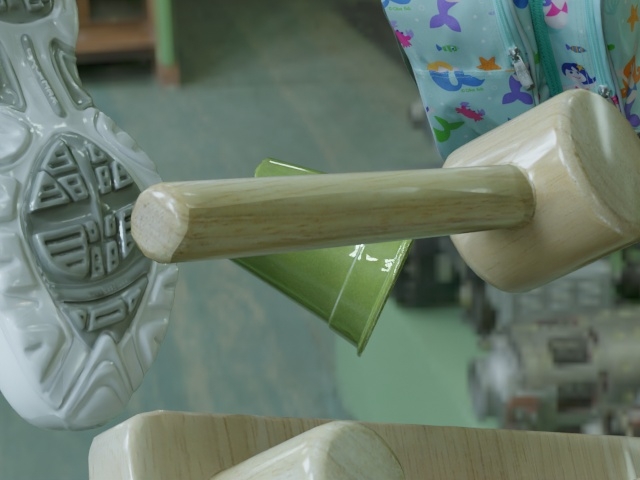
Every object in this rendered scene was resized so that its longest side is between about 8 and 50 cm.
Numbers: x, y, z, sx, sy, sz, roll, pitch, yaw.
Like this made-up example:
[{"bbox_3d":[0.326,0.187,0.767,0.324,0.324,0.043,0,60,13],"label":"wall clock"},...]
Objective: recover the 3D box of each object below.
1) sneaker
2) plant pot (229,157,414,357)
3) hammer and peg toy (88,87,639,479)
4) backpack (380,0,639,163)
[{"bbox_3d":[-0.134,-0.023,0.706,0.090,0.232,0.115,1,-27,-43],"label":"sneaker"},{"bbox_3d":[0.000,0.000,0.811,0.079,0.083,0.083,24,23,4],"label":"plant pot"},{"bbox_3d":[0.037,0.129,0.543,0.266,0.361,0.127,8,-27,-43],"label":"hammer and peg toy"},{"bbox_3d":[0.138,-0.191,1.215,0.191,0.253,0.225,-4,48,32],"label":"backpack"}]
